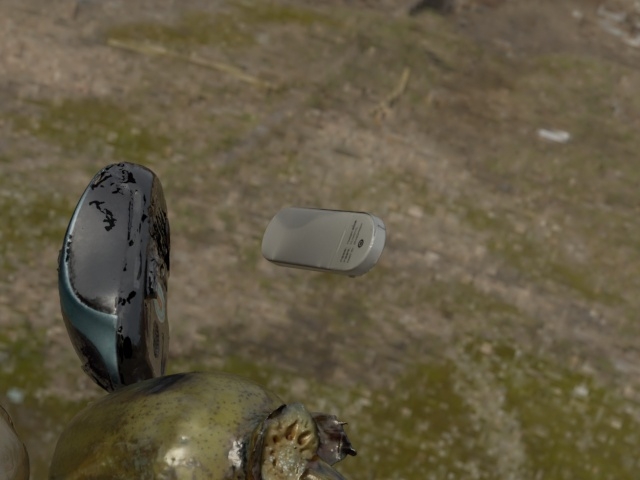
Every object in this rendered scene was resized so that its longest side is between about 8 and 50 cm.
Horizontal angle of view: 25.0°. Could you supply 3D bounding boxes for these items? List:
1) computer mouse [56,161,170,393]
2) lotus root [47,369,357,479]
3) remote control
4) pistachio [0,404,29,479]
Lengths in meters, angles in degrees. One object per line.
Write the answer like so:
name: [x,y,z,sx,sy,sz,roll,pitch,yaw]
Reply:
computer mouse: [-0.189,0.040,1.323,0.096,0.137,0.233,-2,55,-2]
lotus root: [-0.086,0.161,1.016,0.154,0.154,0.278,-4,-6,-44]
remote control: [0.000,0.000,1.729,0.022,0.077,0.245,24,-10,-31]
pistachio: [-0.254,0.123,0.828,0.186,0.108,0.126,20,22,7]
